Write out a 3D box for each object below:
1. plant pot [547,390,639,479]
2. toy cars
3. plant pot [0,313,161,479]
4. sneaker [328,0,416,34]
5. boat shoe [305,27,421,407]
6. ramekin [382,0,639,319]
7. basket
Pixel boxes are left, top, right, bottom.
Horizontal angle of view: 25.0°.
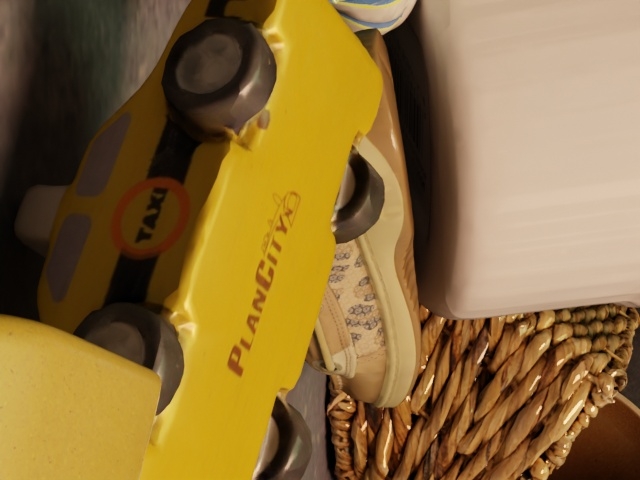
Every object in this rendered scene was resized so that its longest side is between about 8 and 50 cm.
[{"bbox_3d":[0.200,0.282,1.408,0.254,0.237,0.237,100,1,-63],"label":"plant pot"},{"bbox_3d":[-0.056,-0.092,0.434,0.176,0.087,0.393,-32,123,-55],"label":"toy cars"},{"bbox_3d":[-0.098,0.053,0.330,0.083,0.081,0.081,46,49,-57],"label":"plant pot"},{"bbox_3d":[-0.024,-0.128,0.586,0.126,0.091,0.240,-65,155,-20],"label":"sneaker"},{"bbox_3d":[0.000,0.000,0.732,0.285,0.089,0.104,81,1,-55],"label":"boat shoe"},{"bbox_3d":[0.102,-0.088,0.793,0.277,0.135,0.277,169,-90,-80],"label":"ramekin"},{"bbox_3d":[0.082,0.086,1.058,0.213,0.223,0.299,-54,173,14],"label":"basket"}]
